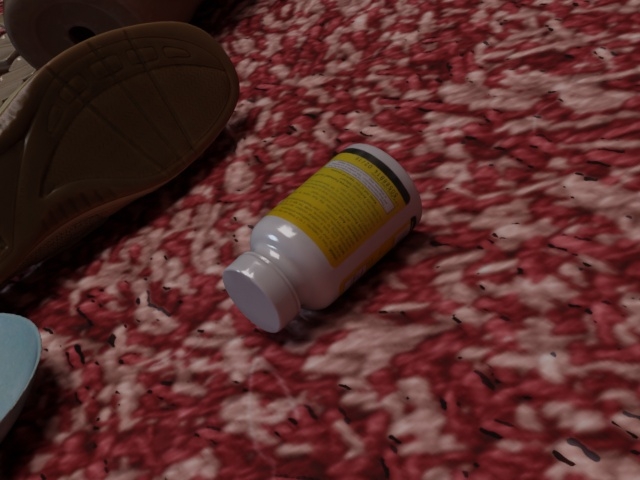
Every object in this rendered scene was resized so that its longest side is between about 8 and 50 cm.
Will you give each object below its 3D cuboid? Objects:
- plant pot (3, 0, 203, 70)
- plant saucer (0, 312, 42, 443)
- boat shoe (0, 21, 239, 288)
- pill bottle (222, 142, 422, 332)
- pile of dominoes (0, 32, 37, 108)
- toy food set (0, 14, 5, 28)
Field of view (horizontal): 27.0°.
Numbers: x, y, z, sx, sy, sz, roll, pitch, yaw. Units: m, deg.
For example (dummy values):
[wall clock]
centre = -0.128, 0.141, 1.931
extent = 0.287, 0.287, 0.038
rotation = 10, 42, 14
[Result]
[plant pot]
centre = -0.203, -0.275, 1.277
extent = 0.263, 0.263, 0.229
rotation = -12, 47, 27
[plant saucer]
centre = -0.250, 0.120, 0.824
extent = 0.195, 0.037, 0.195
rotation = -21, 28, 12
[boat shoe]
centre = -0.209, -0.054, 0.999
extent = 0.341, 0.122, 0.110
rotation = -37, 6, -28
[pill bottle]
centre = 0.000, 0.000, 0.778
extent = 0.116, 0.065, 0.065
rotation = -41, 30, -26
[pile of dominoes]
centre = -0.359, -0.153, 1.425
extent = 0.196, 0.040, 0.251
rotation = -2, 45, 40
[toy food set]
centre = -0.436, -0.209, 1.577
extent = 0.192, 0.039, 0.132
rotation = -30, 32, -27
